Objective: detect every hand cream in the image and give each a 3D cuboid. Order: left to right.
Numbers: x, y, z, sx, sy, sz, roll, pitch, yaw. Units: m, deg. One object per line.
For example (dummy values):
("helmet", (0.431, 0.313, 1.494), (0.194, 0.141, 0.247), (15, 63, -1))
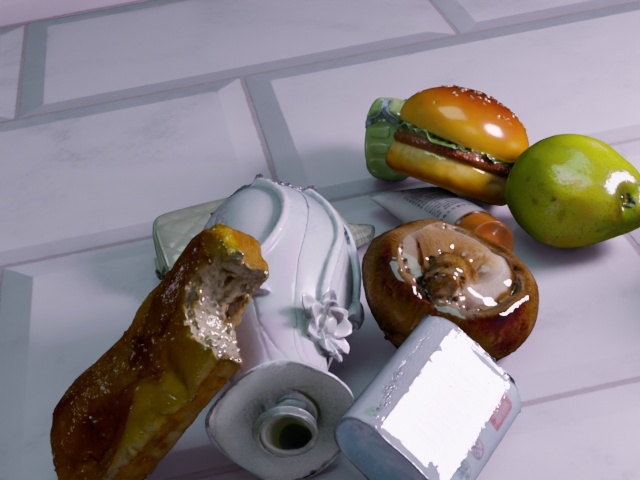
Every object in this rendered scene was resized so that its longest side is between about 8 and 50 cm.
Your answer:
("hand cream", (0.191, -0.039, 2.002), (0.139, 0.089, 0.314), (-6, 22, -18))

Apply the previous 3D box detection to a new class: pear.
("pear", (0.397, -0.071, 1.915), (0.187, 0.188, 0.219), (-30, 41, -34))

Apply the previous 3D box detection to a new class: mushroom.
("mushroom", (0.175, 0.070, 1.727), (0.253, 0.153, 0.253), (14, 36, -11))

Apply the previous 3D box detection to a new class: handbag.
("handbag", (-0.145, 0.012, 2.020), (0.256, 0.079, 0.219), (-15, 35, -8))

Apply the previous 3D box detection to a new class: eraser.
("eraser", (0.135, 0.213, 1.510), (0.174, 0.081, 0.227), (43, 44, 3))

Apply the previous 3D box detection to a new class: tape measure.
("tape measure", (0.132, -0.181, 2.203), (0.087, 0.154, 0.177), (9, 4, 24))

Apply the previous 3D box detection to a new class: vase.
("vase", (-0.060, 0.112, 1.673), (0.249, 0.250, 0.445), (-9, 34, 0))

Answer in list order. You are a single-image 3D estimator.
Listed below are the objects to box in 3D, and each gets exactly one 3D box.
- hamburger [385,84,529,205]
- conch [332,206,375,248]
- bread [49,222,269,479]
("hamburger", (0.233, -0.165, 2.054), (0.246, 0.170, 0.246), (17, 9, -3))
("conch", (0.000, 0.000, 1.932), (0.233, 0.114, 0.137), (9, 63, -22))
("bread", (-0.195, 0.156, 1.510), (0.380, 0.109, 0.185), (-50, 31, 19))
